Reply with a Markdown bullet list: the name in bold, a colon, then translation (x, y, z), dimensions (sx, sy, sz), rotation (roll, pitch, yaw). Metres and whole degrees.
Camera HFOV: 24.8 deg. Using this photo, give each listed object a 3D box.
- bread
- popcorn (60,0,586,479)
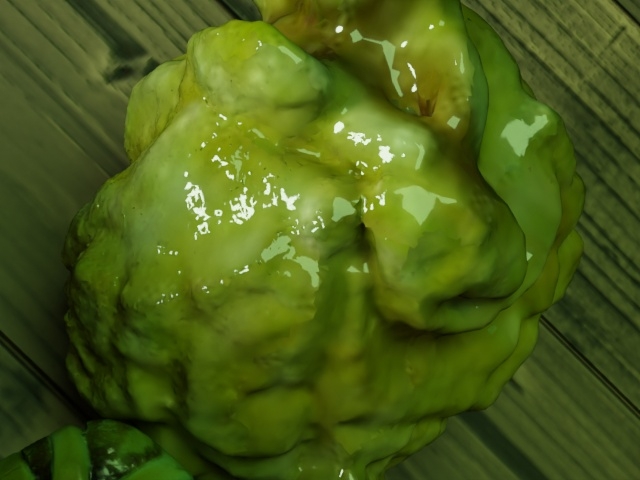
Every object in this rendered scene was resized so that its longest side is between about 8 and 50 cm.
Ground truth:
- **bread**: translation (-0.107, 0.149, 0.620), dimensions (0.139, 0.071, 0.130), rotation (-38, 87, -2)
- **popcorn**: translation (0.000, 0.000, 0.687), dimensions (0.242, 0.235, 0.250), rotation (43, 65, -25)
